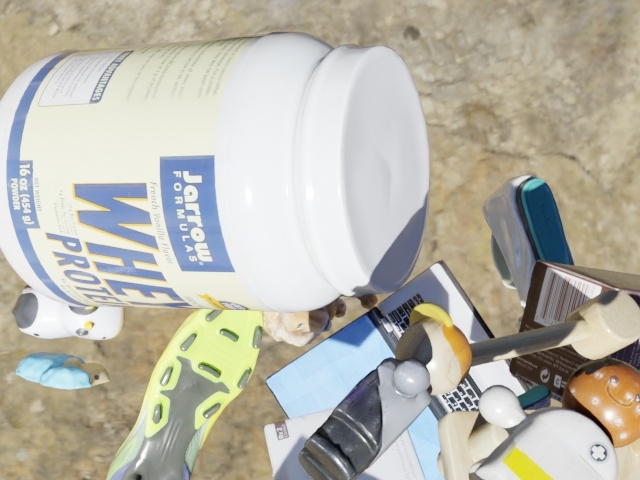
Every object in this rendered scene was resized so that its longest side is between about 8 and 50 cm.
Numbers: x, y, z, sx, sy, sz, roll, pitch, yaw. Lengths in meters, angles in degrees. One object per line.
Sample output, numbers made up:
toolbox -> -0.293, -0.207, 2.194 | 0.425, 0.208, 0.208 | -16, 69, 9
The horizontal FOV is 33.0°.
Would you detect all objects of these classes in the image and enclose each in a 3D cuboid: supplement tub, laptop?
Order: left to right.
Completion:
supplement tub -> -0.091, -0.056, 0.924 | 0.235, 0.325, 0.235 | 0, 90, -65
laptop -> 0.156, 0.307, 1.965 | 0.236, 0.408, 0.382 | -30, 83, -31

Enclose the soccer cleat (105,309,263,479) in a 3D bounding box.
soccer cleat -> -0.149, 0.172, 1.112 | 0.093, 0.121, 0.289 | 23, 97, -19

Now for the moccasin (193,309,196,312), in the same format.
moccasin -> -0.134, 0.057, 1.985 | 0.147, 0.139, 0.380 | 45, 34, 3

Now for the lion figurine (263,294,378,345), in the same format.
lion figurine -> 0.000, 0.000, 1.866 | 0.240, 0.142, 0.392 | 23, 64, -44

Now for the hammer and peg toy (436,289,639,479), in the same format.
hammer and peg toy -> 0.231, 0.235, 1.036 | 0.266, 0.127, 0.361 | 2, 66, -21

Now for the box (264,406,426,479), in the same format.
box -> 0.036, 0.316, 1.373 | 0.182, 0.181, 0.119 | -14, 135, -4

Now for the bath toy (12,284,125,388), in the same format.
bath toy -> -0.340, 0.021, 1.450 | 0.151, 0.129, 0.348 | -1, 87, -4

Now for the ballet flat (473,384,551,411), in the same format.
ballet flat -> 0.243, 0.221, 1.369 | 0.114, 0.041, 0.041 | -20, 95, -11

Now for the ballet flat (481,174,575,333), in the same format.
ballet flat -> 0.372, 0.088, 1.807 | 0.139, 0.139, 0.400 | -18, 90, -39

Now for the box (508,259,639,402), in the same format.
box -> 0.393, 0.132, 1.434 | 0.203, 0.168, 0.167 | 9, 98, -27

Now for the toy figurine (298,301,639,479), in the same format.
toy figurine -> 0.115, 0.153, 0.641 | 0.148, 0.213, 0.209 | -39, 117, -28
